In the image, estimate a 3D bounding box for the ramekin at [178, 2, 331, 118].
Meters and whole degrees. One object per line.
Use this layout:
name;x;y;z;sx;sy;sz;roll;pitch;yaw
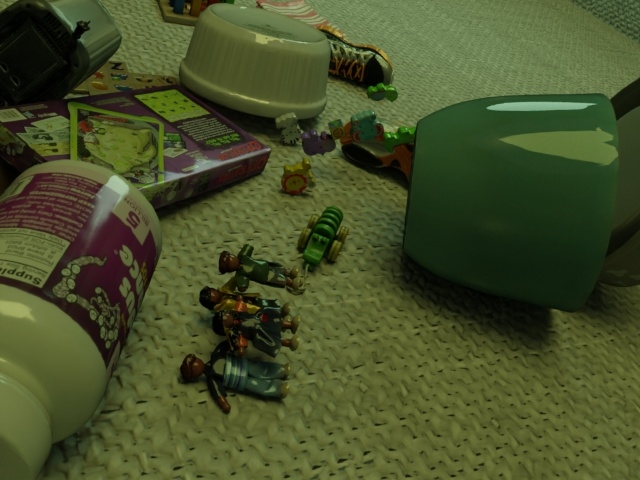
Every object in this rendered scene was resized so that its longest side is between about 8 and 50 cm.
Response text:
ramekin;-0.106;-0.323;1.222;0.273;0.127;0.273;13;27;-7

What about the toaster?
toaster;-0.376;-0.265;0.957;0.129;0.227;0.146;52;27;-19

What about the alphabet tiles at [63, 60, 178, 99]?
alphabet tiles;-0.341;-0.249;1.135;0.237;0.009;0.198;-1;39;-28

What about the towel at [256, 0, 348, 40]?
towel;-0.043;-0.518;1.634;0.144;0.029;0.197;-15;48;-39

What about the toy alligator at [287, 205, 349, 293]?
toy alligator;0.000;0.000;0.926;0.056;0.051;0.189;23;35;5

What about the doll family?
doll family;-0.085;0.089;0.746;0.111;0.076;0.193;15;38;-16

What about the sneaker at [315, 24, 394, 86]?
sneaker;0.055;-0.372;1.450;0.215;0.084;0.083;29;49;19

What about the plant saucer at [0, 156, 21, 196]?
plant saucer;-0.525;-0.116;0.829;0.311;0.050;0.310;14;36;-10

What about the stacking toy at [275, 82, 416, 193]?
stacking toy;0.036;-0.164;1.086;0.221;0.052;0.167;-18;39;4

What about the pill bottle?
pill bottle;-0.252;0.069;0.603;0.169;0.169;0.301;15;35;-7

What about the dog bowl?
dog bowl;0.477;-0.085;1.048;0.102;0.348;0.348;28;33;-10

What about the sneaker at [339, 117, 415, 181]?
sneaker;0.171;-0.149;1.181;0.262;0.099;0.121;29;31;11

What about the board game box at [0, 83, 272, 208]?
board game box;-0.245;-0.131;0.949;0.208;0.056;0.347;32;30;19

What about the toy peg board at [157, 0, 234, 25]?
toy peg board;-0.262;-0.529;1.495;0.161;0.079;0.161;2;38;-25

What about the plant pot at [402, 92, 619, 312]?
plant pot;0.235;-0.060;0.941;0.235;0.293;0.293;6;34;6
